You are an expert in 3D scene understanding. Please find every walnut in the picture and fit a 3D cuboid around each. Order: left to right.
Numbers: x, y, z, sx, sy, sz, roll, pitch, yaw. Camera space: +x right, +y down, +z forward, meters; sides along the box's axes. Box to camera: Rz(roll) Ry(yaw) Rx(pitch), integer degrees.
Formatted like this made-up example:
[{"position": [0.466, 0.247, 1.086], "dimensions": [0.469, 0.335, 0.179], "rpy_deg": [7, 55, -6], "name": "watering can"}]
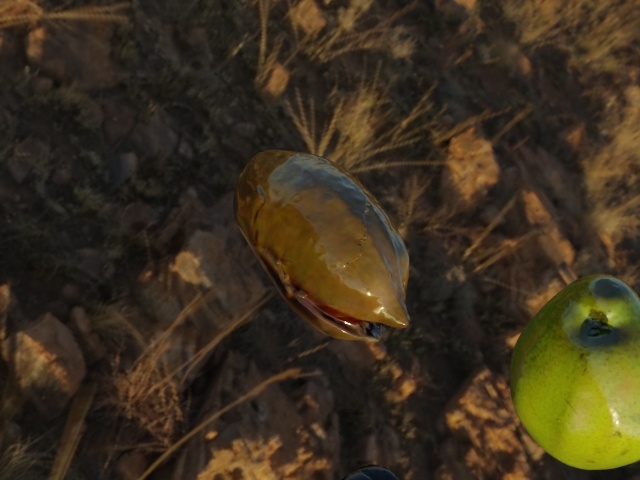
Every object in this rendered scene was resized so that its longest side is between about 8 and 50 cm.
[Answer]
[{"position": [0.000, 0.000, 0.814], "dimensions": [0.137, 0.137, 0.245], "rpy_deg": [0, 40, -43], "name": "walnut"}]

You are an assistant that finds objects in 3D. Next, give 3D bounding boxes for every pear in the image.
[{"position": [0.295, 0.140, 0.917], "dimensions": [0.187, 0.220, 0.187], "rpy_deg": [0, 41, 0], "name": "pear"}]

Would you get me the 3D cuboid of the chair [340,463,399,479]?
[{"position": [0.096, 0.207, 0.449], "dimensions": [0.221, 0.145, 0.140], "rpy_deg": [57, 26, 13], "name": "chair"}]
